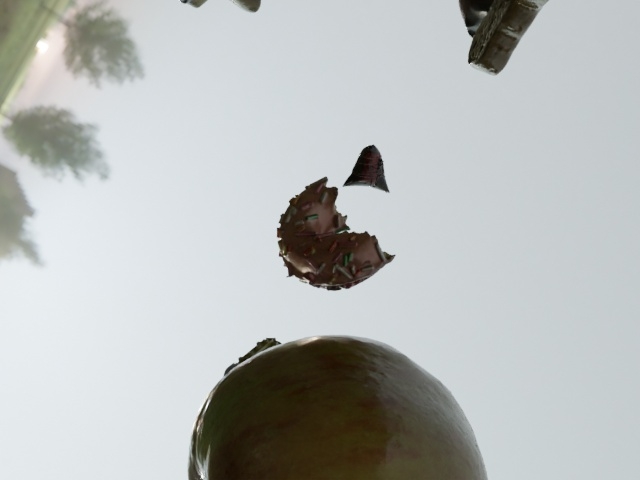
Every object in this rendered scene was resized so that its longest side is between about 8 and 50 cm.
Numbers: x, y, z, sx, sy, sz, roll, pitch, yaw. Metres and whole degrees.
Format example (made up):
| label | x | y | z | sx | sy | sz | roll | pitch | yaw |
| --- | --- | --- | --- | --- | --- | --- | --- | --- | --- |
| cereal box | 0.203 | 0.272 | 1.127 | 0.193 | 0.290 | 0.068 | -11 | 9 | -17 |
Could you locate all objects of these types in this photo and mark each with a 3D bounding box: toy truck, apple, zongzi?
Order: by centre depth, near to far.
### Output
| label | x | y | z | sx | sy | sz | roll | pitch | yaw |
| --- | --- | --- | --- | --- | --- | --- | --- | --- | --- |
| apple | 0.023 | 0.305 | 1.352 | 0.400 | 0.334 | 0.400 | 175 | -90 | -78 |
| toy truck | -0.098 | 0.194 | 1.767 | 0.052 | 0.062 | 0.123 | -2 | -162 | 30 |
| zongzi | 0.085 | -0.106 | 1.889 | 0.083 | 0.074 | 0.067 | -63 | -173 | 0 |

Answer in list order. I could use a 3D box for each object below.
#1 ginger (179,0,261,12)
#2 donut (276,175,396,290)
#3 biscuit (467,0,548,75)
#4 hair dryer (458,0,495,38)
| label | x | y | z | sx | sy | sz | roll | pitch | yaw |
| --- | --- | --- | --- | --- | --- | --- | --- | --- | --- |
| ginger | -0.176 | -0.401 | 0.989 | 0.359 | 0.413 | 0.211 | 17 | -134 | 35 |
| donut | 0.000 | 0.000 | 1.424 | 0.117 | 0.065 | 0.166 | -37 | -137 | -11 |
| biscuit | 0.229 | -0.299 | 1.196 | 0.183 | 0.047 | 0.319 | -78 | -169 | -57 |
| hair dryer | 0.159 | -0.445 | 1.677 | 0.123 | 0.341 | 0.312 | 137 | -39 | -60 |
